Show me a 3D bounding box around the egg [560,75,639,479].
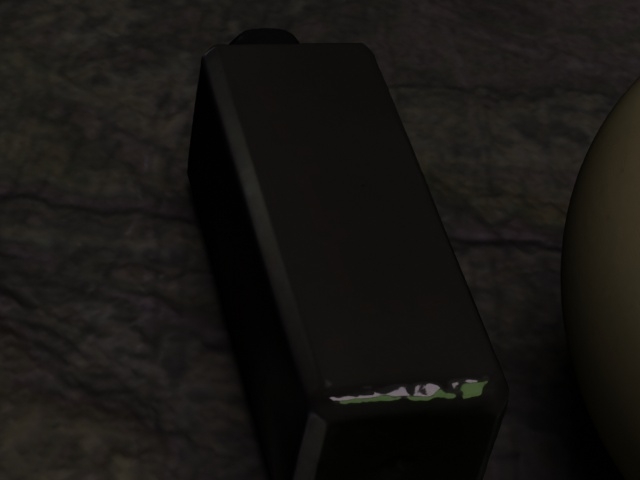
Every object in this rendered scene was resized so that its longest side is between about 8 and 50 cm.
[{"bbox_3d":[0.183,0.018,0.621,0.185,0.186,0.242,11,52,-1],"label":"egg"}]

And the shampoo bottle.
[{"bbox_3d":[0.000,0.000,0.676,0.079,0.080,0.246,-2,43,-16],"label":"shampoo bottle"}]
